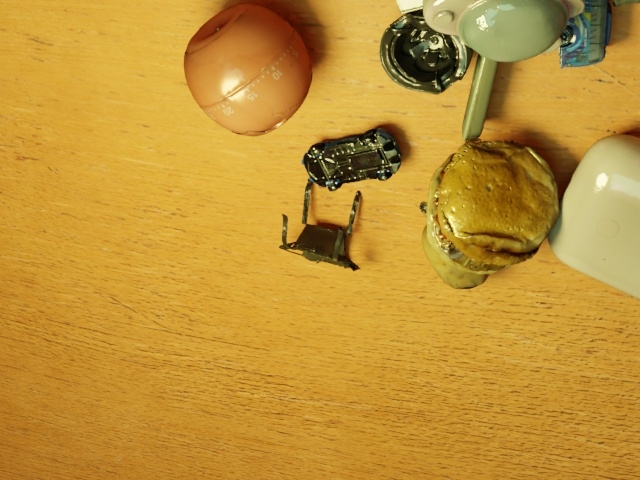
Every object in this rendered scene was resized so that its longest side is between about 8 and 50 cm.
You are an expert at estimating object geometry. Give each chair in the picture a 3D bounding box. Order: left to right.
[{"bbox_3d":[0.000,0.000,2.255,0.174,0.149,0.213,14,132,13],"label":"chair"}]

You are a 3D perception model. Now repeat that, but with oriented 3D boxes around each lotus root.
[{"bbox_3d":[0.264,0.004,2.151,0.118,0.125,0.220,11,137,50],"label":"lotus root"}]

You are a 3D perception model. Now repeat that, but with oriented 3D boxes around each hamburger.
[{"bbox_3d":[0.307,-0.061,2.024,0.244,0.244,0.163,36,167,-3],"label":"hamburger"}]

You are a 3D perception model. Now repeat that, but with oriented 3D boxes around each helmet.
[{"bbox_3d":[0.198,-0.350,1.945,0.153,0.107,0.177,49,147,-17],"label":"helmet"}]

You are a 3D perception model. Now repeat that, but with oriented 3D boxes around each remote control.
[{"bbox_3d":[0.294,-0.315,1.935,0.038,0.090,0.309,11,128,3],"label":"remote control"}]

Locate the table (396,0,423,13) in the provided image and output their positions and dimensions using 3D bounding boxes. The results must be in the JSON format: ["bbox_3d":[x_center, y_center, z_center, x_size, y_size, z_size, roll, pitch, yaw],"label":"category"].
[{"bbox_3d":[0.240,-0.474,1.824,0.240,0.121,0.111,-9,119,28],"label":"table"}]

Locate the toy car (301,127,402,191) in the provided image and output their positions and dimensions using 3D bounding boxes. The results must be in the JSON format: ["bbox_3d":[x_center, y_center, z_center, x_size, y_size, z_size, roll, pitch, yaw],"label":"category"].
[{"bbox_3d":[0.063,-0.162,2.160,0.216,0.063,0.103,-9,119,35],"label":"toy car"}]

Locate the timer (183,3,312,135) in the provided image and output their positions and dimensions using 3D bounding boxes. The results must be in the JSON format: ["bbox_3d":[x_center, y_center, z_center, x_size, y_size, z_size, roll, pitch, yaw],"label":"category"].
[{"bbox_3d":[-0.132,-0.314,2.033,0.230,0.229,0.215,-18,124,32],"label":"timer"}]

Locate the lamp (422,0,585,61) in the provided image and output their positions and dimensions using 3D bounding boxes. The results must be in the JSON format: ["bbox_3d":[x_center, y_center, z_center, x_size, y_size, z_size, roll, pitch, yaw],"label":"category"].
[{"bbox_3d":[0.284,-0.354,1.757,0.246,0.107,0.179,8,152,-6],"label":"lamp"}]

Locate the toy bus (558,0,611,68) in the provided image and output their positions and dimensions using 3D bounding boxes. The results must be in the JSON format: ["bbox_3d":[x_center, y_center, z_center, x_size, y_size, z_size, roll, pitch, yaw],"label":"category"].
[{"bbox_3d":[0.435,-0.401,1.817,0.094,0.079,0.236,6,125,19],"label":"toy bus"}]

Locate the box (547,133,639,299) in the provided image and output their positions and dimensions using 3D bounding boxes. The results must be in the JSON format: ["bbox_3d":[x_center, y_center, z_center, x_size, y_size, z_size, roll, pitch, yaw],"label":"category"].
[{"bbox_3d":[0.601,-0.022,1.971,0.349,0.141,0.288,25,128,6],"label":"box"}]

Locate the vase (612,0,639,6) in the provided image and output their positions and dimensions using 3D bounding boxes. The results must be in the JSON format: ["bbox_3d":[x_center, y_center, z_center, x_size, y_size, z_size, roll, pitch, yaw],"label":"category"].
[{"bbox_3d":[0.560,-0.404,1.774,0.167,0.059,0.059,6,125,20],"label":"vase"}]
